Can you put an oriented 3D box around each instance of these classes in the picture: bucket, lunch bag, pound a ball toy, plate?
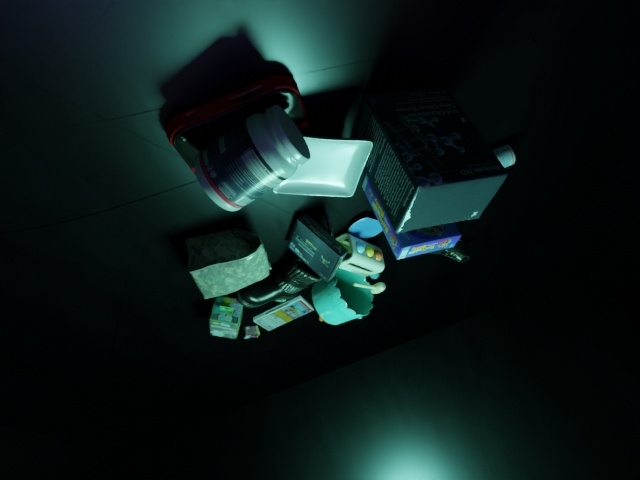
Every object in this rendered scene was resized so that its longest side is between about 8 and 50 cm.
[{"bbox_3d":[0.104,0.264,2.201,0.183,0.281,0.281,-32,148,34],"label":"bucket"},{"bbox_3d":[-0.340,0.079,1.734,0.286,0.169,0.235,-13,148,-6],"label":"lunch bag"},{"bbox_3d":[0.198,0.106,2.041,0.135,0.208,0.319,-24,152,31],"label":"pound a ball toy"},{"bbox_3d":[-0.001,-0.240,1.442,0.277,0.045,0.277,2,148,-11],"label":"plate"}]

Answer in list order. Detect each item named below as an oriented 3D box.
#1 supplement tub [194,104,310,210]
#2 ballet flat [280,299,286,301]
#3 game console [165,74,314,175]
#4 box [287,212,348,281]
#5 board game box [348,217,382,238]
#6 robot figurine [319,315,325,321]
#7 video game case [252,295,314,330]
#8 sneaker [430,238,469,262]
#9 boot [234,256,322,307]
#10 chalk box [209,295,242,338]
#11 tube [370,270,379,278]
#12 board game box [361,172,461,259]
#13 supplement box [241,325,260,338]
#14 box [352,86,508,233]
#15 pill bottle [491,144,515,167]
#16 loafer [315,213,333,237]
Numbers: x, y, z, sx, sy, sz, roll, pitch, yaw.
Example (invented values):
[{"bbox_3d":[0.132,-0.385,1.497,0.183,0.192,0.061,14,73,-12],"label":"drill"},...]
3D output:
[{"bbox_3d":[-0.184,-0.220,1.233,0.272,0.191,0.191,-30,148,17],"label":"supplement tub"},{"bbox_3d":[-0.225,0.241,2.158,0.221,0.077,0.079,19,111,-47],"label":"ballet flat"},{"bbox_3d":[-0.218,-0.298,1.344,0.386,0.060,0.342,-22,155,1],"label":"game console"},{"bbox_3d":[-0.017,0.030,1.800,0.059,0.232,0.183,-38,163,-38],"label":"box"},{"bbox_3d":[0.197,-0.064,1.972,0.168,0.033,0.133,12,141,-36],"label":"board game box"},{"bbox_3d":[0.066,0.370,2.474,0.158,0.128,0.219,0,147,-6],"label":"robot figurine"},{"bbox_3d":[-0.196,0.395,2.448,0.285,0.025,0.204,-25,149,7],"label":"video game case"},{"bbox_3d":[0.671,0.059,2.367,0.221,0.118,0.083,-9,147,-20],"label":"sneaker"},{"bbox_3d":[-0.177,0.176,1.990,0.347,0.131,0.260,-8,160,-41],"label":"boot"},{"bbox_3d":[-0.431,0.340,2.084,0.132,0.132,0.213,11,142,-5],"label":"chalk box"},{"bbox_3d":[0.239,0.129,2.288,0.080,0.052,0.207,-34,142,7],"label":"tube"},{"bbox_3d":[0.324,-0.115,1.663,0.233,0.347,0.078,-11,148,-16],"label":"board game box"},{"bbox_3d":[-0.377,0.496,2.466,0.083,0.055,0.043,2,142,-32],"label":"supplement box"},{"bbox_3d":[0.310,-0.255,1.390,0.293,0.396,0.212,-11,148,-18],"label":"box"},{"bbox_3d":[0.688,-0.316,1.827,0.160,0.087,0.087,-22,149,2],"label":"pill bottle"},{"bbox_3d":[0.000,0.000,1.884,0.095,0.109,0.303,-13,151,-6],"label":"loafer"}]
